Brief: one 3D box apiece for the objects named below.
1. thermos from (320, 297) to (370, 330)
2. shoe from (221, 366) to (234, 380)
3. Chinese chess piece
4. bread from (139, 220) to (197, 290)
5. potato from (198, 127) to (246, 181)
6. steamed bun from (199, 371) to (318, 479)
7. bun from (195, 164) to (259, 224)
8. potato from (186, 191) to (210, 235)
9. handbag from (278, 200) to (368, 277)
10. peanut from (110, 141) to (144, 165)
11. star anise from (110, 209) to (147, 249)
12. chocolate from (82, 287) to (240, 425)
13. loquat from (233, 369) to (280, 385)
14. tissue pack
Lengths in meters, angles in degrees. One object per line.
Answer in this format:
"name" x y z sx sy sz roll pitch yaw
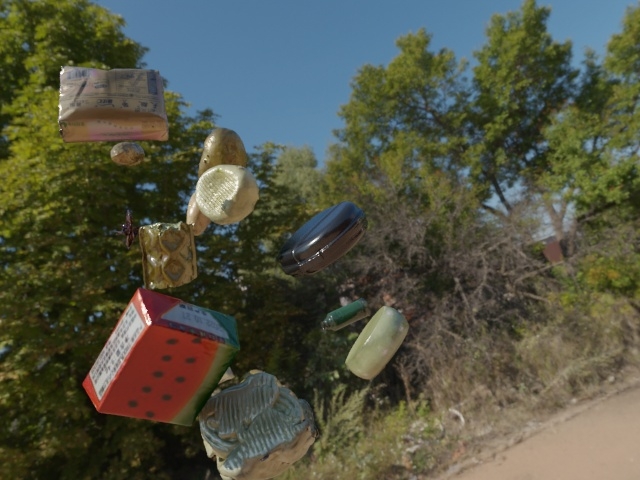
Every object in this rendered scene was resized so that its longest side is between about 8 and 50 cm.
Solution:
"thermos" 0.087 0.281 1.817 0.187 0.073 0.083 -20 1 -22
"shoe" -0.430 0.554 2.034 0.110 0.095 0.265 -30 -11 -12
"Chinese chess piece" 0.185 0.336 1.608 0.250 0.101 0.250 -53 -4 -5
"bread" -0.571 0.056 1.833 0.238 0.252 0.196 -5 3 34
"potato" -0.426 -0.359 2.153 0.229 0.266 0.229 2 4 0
"steamed bun" -0.185 0.624 1.572 0.393 0.347 0.238 4 -38 24
"bun" -0.358 -0.175 1.939 0.259 0.260 0.160 -24 -21 17
"potato" -0.564 -0.137 2.323 0.127 0.162 0.235 2 37 10
"handbag" -0.001 -0.001 1.341 0.254 0.093 0.308 -44 11 -27
"peanut" -0.667 -0.298 1.689 0.089 0.089 0.193 -20 7 -3
"star anise" -0.837 -0.035 2.152 0.144 0.140 0.158 -28 25 55
"chocolate" -0.455 0.364 1.447 0.341 0.161 0.360 27 -81 -37
"loquat" -0.267 0.637 2.100 0.204 0.172 0.149 -10 22 -24
"tissue pack" -0.536 -0.358 1.273 0.256 0.215 0.123 -7 -28 -15
